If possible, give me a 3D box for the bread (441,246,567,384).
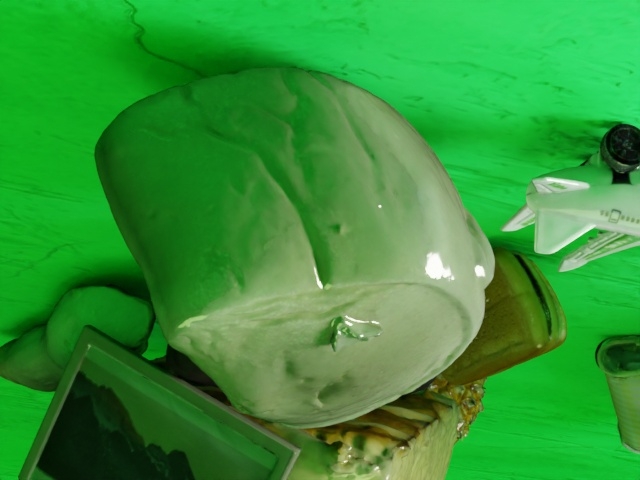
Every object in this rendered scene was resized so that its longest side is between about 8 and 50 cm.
[{"bbox_3d":[0.175,0.077,1.830,0.077,0.116,0.200,-16,171,-30],"label":"bread"}]

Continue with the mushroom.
[{"bbox_3d":[-0.273,0.118,2.001,0.109,0.097,0.351,12,161,-24],"label":"mushroom"}]

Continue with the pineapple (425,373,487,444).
[{"bbox_3d":[0.125,0.224,2.198,0.161,0.136,0.176,11,159,-24],"label":"pineapple"}]

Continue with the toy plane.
[{"bbox_3d":[0.288,-0.036,1.507,0.255,0.101,0.251,0,161,-8],"label":"toy plane"}]

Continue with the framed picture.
[{"bbox_3d":[-0.170,0.231,1.822,0.265,0.192,0.018,28,-167,17],"label":"framed picture"}]

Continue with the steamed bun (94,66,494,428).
[{"bbox_3d":[0.002,-0.003,1.431,0.236,0.247,0.383,-24,155,11],"label":"steamed bun"}]

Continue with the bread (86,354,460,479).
[{"bbox_3d":[-0.069,0.288,1.991,0.390,0.279,0.371,5,-172,15],"label":"bread"}]

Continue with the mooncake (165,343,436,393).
[{"bbox_3d":[-0.016,0.077,1.788,0.283,0.141,0.283,5,168,1],"label":"mooncake"}]

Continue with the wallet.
[{"bbox_3d":[0.458,0.185,2.171,0.223,0.077,0.309,-2,158,12],"label":"wallet"}]
